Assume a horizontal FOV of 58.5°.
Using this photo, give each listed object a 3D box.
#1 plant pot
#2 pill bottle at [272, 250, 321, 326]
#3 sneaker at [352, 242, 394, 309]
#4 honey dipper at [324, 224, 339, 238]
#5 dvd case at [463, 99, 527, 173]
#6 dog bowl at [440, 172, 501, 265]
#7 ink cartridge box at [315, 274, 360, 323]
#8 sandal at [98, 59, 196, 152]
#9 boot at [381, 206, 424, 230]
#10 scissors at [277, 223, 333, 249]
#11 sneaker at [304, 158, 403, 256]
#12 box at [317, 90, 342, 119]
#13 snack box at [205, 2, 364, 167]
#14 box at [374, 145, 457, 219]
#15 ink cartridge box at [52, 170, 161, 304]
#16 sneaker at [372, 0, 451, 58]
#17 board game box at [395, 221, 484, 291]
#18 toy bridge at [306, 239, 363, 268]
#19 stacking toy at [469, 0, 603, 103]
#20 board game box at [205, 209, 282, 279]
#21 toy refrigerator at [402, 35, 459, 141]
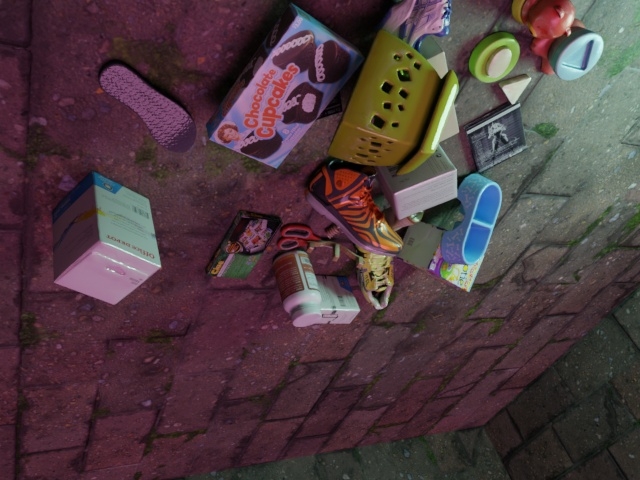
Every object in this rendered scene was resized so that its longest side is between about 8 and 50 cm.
[{"bbox_3d":[0.159,-0.276,1.244,0.207,0.227,0.228,22,170,-5],"label":"plant pot"},{"bbox_3d":[-0.067,0.150,1.761,0.121,0.216,0.121,-13,150,-8],"label":"pill bottle"},{"bbox_3d":[0.193,0.075,1.870,0.145,0.147,0.384,-17,139,-4],"label":"sneaker"},{"bbox_3d":[0.085,-0.062,1.748,0.161,0.030,0.030,-35,141,12],"label":"honey dipper"},{"bbox_3d":[0.520,-0.302,1.688,0.164,0.018,0.221,-28,143,8],"label":"dvd case"},{"bbox_3d":[0.477,-0.059,1.787,0.166,0.074,0.297,13,95,-43],"label":"dog bowl"},{"bbox_3d":[0.010,0.198,1.923,0.203,0.148,0.086,6,136,-30],"label":"ink cartridge box"},{"bbox_3d":[-0.363,-0.294,1.241,0.097,0.054,0.254,-37,131,7],"label":"sandal"},{"bbox_3d":[0.242,-0.102,1.696,0.077,0.213,0.165,42,138,-16],"label":"boot"},{"bbox_3d":[0.000,0.000,1.786,0.297,0.021,0.109,6,134,-31],"label":"scissors"},{"bbox_3d":[0.124,-0.098,1.552,0.321,0.124,0.180,35,122,-8],"label":"sneaker"},{"bbox_3d":[-0.052,-0.344,1.304,0.180,0.077,0.147,-20,142,-4],"label":"box"},{"bbox_3d":[-0.080,-0.313,1.214,0.187,0.060,0.322,19,125,-39],"label":"snack box"},{"bbox_3d":[0.254,-0.183,1.563,0.182,0.181,0.119,-22,144,-1],"label":"box"},{"bbox_3d":[-0.511,-0.004,1.354,0.168,0.232,0.171,-38,139,18],"label":"ink cartridge box"},{"bbox_3d":[0.241,-0.501,1.200,0.112,0.131,0.296,-40,171,-49],"label":"sneaker"},{"bbox_3d":[0.403,0.054,1.910,0.275,0.142,0.144,26,86,-45],"label":"board game box"},{"bbox_3d":[0.049,0.035,1.779,0.188,0.063,0.026,17,131,-14],"label":"toy bridge"},{"bbox_3d":[0.546,-0.457,1.426,0.309,0.130,0.279,21,125,-41],"label":"stacking toy"},{"bbox_3d":[-0.229,0.019,1.690,0.136,0.030,0.259,8,133,-36],"label":"board game box"},{"bbox_3d":[0.263,-0.367,1.414,0.094,0.102,0.269,-26,143,4],"label":"toy refrigerator"}]
